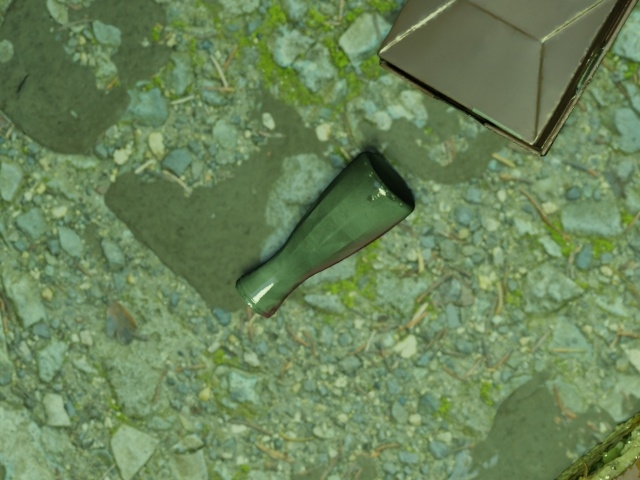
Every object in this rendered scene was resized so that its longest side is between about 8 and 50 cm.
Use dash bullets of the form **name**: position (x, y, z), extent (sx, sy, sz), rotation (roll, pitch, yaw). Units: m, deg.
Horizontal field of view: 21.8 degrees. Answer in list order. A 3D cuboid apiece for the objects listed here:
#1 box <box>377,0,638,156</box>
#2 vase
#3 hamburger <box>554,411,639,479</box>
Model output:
- **box**: position (0.198, -0.230, 1.777), extent (0.215, 0.086, 0.215), rotation (32, 99, 13)
- **vase**: position (0.000, 0.000, 1.839), extent (0.214, 0.086, 0.086), rotation (-41, 81, 16)
- **hamburger**: position (0.320, 0.286, 1.724), extent (0.283, 0.144, 0.156), rotation (-41, 82, 10)
